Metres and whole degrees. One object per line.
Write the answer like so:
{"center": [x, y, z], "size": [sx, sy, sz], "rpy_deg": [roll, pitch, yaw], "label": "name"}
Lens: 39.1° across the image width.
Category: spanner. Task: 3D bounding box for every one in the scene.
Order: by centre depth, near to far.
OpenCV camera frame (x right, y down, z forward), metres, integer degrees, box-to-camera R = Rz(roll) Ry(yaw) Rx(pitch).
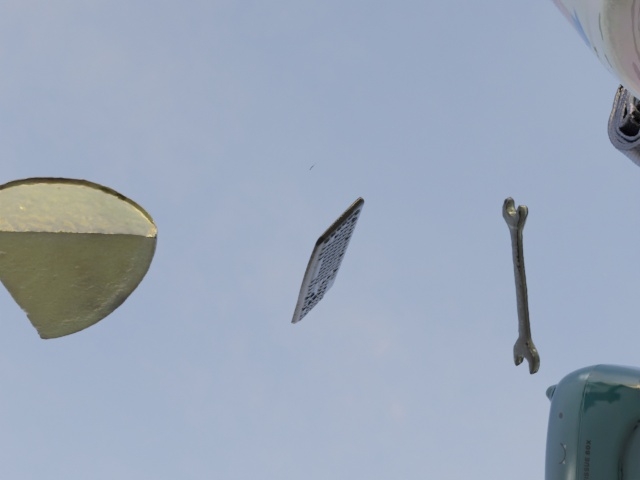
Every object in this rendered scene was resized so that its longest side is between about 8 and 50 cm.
{"center": [0.286, 0.064, 1.289], "size": [0.015, 0.054, 0.254], "rpy_deg": [-8, -85, -23], "label": "spanner"}

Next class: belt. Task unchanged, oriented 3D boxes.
{"center": [0.501, -0.191, 1.332], "size": [0.126, 0.230, 0.139], "rpy_deg": [36, -48, -13], "label": "belt"}

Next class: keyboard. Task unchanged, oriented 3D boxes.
{"center": [0.010, 0.007, 1.218], "size": [0.041, 0.103, 0.381], "rpy_deg": [36, -27, 17], "label": "keyboard"}

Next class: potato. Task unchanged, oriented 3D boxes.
{"center": [-0.398, 0.034, 1.336], "size": [0.269, 0.112, 0.255], "rpy_deg": [4, -43, -21], "label": "potato"}

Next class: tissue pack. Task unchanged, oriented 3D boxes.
{"center": [0.461, 0.337, 1.407], "size": [0.198, 0.206, 0.287], "rpy_deg": [7, -95, -37], "label": "tissue pack"}

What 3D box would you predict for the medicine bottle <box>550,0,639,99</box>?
{"center": [0.220, -0.216, 0.599], "size": [0.170, 0.293, 0.170], "rpy_deg": [-4, -54, -6], "label": "medicine bottle"}
